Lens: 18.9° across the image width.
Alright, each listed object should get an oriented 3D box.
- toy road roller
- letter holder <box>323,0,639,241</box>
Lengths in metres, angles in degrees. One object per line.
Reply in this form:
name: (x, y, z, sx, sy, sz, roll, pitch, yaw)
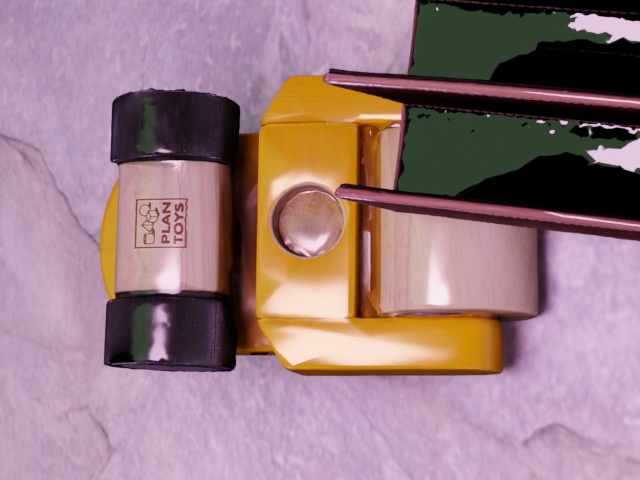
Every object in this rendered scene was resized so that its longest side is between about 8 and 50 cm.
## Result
toy road roller: (0.000, 0.000, 1.411, 0.329, 0.240, 0.203, -1, 83, 11)
letter holder: (0.151, -0.080, 1.118, 0.301, 0.214, 0.152, 7, 91, 25)
